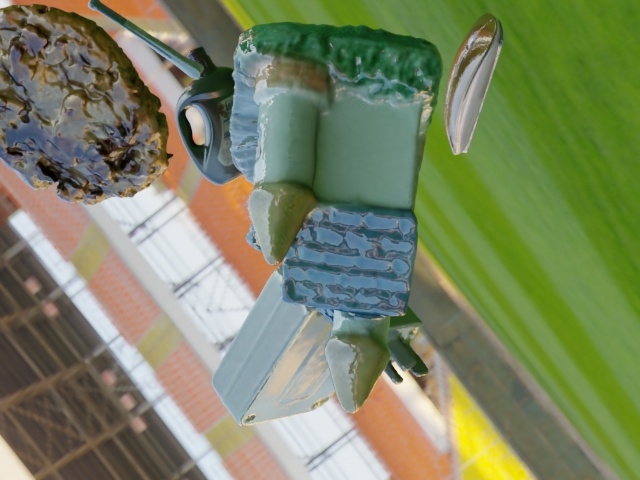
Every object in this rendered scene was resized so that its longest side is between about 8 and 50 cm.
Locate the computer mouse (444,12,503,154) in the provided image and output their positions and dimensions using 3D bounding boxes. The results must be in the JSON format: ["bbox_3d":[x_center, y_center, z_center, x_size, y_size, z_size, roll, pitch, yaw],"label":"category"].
[{"bbox_3d":[0.248,-0.264,1.926,0.056,0.245,0.126,10,-146,-9],"label":"computer mouse"}]

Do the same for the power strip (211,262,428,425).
[{"bbox_3d":[0.023,0.135,1.452,0.261,0.229,0.141,-4,-134,-46],"label":"power strip"}]

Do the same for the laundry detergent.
[{"bbox_3d":[-0.175,-0.212,1.907,0.221,0.144,0.078,62,173,-15],"label":"laundry detergent"}]

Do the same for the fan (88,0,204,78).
[{"bbox_3d":[-0.259,-0.298,1.689,0.193,0.016,0.038,33,154,-11],"label":"fan"}]

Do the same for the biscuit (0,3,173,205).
[{"bbox_3d":[-0.364,-0.171,1.574,0.334,0.289,0.081,49,-145,-30],"label":"biscuit"}]

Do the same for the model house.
[{"bbox_3d":[0.000,0.000,1.072,0.267,0.194,0.324,102,172,-66],"label":"model house"}]
